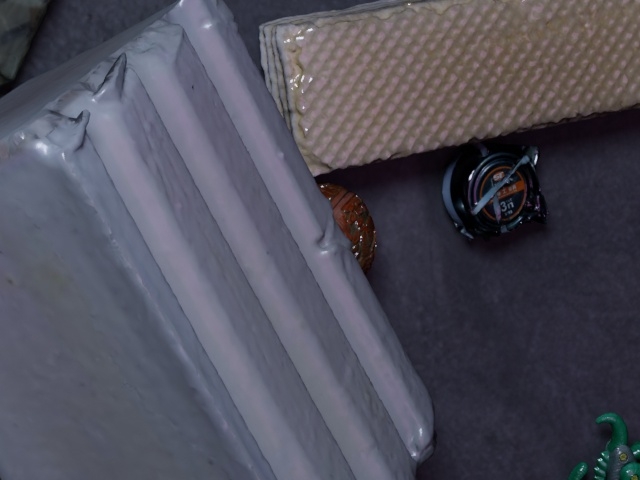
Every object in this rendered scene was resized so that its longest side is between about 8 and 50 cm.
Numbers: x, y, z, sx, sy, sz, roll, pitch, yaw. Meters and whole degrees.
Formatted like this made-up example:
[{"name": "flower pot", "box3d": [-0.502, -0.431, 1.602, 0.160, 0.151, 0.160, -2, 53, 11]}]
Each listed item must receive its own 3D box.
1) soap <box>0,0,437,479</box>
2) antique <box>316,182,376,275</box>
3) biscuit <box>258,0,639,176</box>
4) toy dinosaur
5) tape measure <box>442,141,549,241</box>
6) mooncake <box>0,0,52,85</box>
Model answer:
[{"name": "soap", "box3d": [-0.110, 0.071, 1.316, 0.213, 0.350, 0.435, -22, 108, 22]}, {"name": "antique", "box3d": [0.000, 0.000, 1.502, 0.104, 0.104, 0.104, -4, 100, -22]}, {"name": "biscuit", "box3d": [0.156, -0.162, 1.551, 0.426, 0.078, 0.144, -12, 102, -21]}, {"name": "toy dinosaur", "box3d": [0.277, 0.225, 1.683, 0.096, 0.059, 0.132, -7, 110, -16]}, {"name": "tape measure", "box3d": [0.157, -0.047, 1.584, 0.094, 0.054, 0.091, -13, 102, -27]}, {"name": "mooncake", "box3d": [-0.267, -0.188, 1.361, 0.125, 0.073, 0.130, -58, 149, 1]}]
